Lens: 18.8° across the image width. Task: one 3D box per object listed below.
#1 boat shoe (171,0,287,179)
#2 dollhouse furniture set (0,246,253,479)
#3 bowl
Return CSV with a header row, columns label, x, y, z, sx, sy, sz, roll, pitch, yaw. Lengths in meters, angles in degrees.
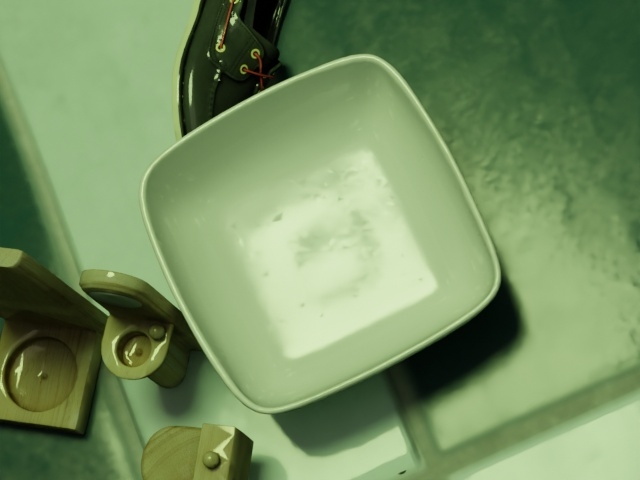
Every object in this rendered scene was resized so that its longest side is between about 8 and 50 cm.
label,x,y,z,sx,sy,sz,roll,pitch,yaw
boat shoe,-0.043,-0.092,0.947,0.042,0.049,0.133,1,68,23
dollhouse furniture set,-0.113,0.094,0.864,0.144,0.123,0.151,6,74,16
bowl,0.000,0.000,0.897,0.142,0.053,0.142,-27,77,0
